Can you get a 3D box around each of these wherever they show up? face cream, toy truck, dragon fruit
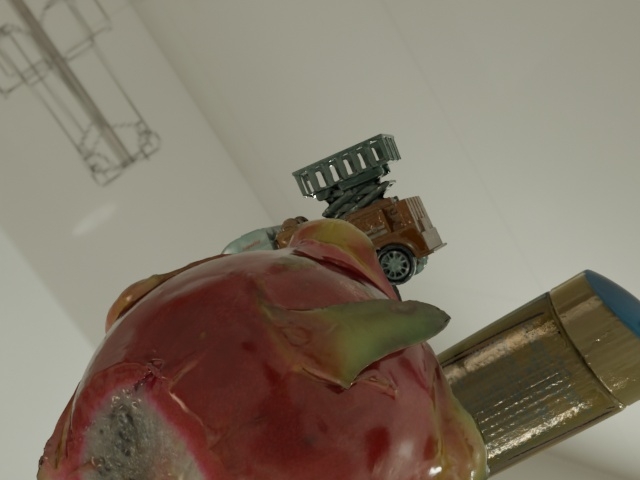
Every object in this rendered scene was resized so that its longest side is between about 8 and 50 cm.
[{"bbox_3d":[0.212,0.140,1.129,0.285,0.139,0.067,-34,-179,29],"label":"face cream"},{"bbox_3d":[0.000,0.000,0.914,0.177,0.115,0.080,-24,178,14],"label":"toy truck"},{"bbox_3d":[-0.022,0.106,0.608,0.224,0.224,0.227,-8,-176,45],"label":"dragon fruit"}]

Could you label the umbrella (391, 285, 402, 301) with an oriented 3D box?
[{"bbox_3d":[0.087,0.090,1.138,0.022,0.022,0.149,-47,-140,24],"label":"umbrella"}]
